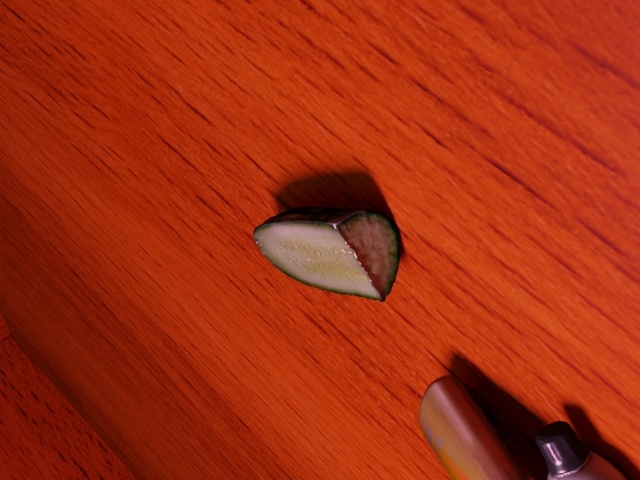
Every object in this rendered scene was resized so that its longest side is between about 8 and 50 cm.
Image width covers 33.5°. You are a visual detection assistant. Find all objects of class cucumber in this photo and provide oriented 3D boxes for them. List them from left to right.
[{"bbox_3d":[0.000,0.000,1.186,0.115,0.063,0.244,55,157,-23],"label":"cucumber"}]

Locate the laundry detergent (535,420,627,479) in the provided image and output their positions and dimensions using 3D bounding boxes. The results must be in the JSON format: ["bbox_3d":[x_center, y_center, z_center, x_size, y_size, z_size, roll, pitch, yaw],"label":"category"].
[{"bbox_3d":[0.279,0.276,1.042,0.225,0.070,0.099,57,162,-9],"label":"laundry detergent"}]

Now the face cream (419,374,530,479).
[{"bbox_3d":[0.196,0.280,1.101,0.285,0.067,0.139,57,169,40],"label":"face cream"}]
